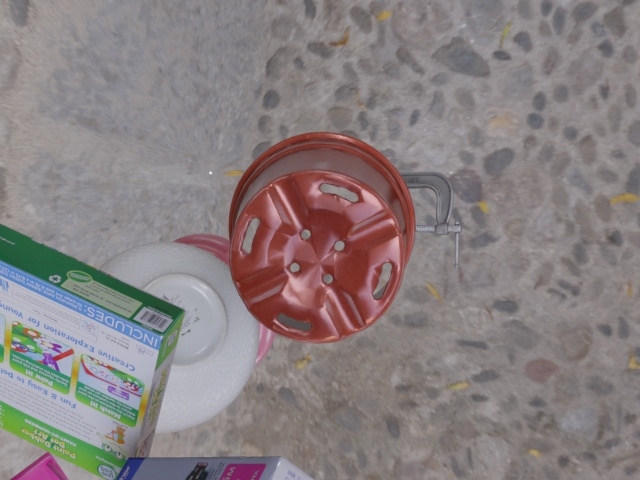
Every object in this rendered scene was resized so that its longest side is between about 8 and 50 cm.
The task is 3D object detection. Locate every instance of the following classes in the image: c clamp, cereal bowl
[{"bbox_3d":[0.133,-0.037,1.170,0.160,0.022,0.137,7,85,25],"label":"c clamp"},{"bbox_3d":[-0.256,0.154,1.365,0.338,0.141,0.339,8,69,-22],"label":"cereal bowl"}]

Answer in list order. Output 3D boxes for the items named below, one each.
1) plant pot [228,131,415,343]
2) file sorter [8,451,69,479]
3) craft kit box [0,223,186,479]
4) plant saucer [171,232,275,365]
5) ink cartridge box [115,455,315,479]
[{"bbox_3d":[0.000,0.000,1.021,0.272,0.265,0.273,0,99,1],"label":"plant pot"},{"bbox_3d":[-0.474,0.526,1.246,0.290,0.182,0.202,-36,117,-27],"label":"file sorter"},{"bbox_3d":[-0.282,0.123,0.840,0.249,0.061,0.247,25,123,6],"label":"craft kit box"},{"bbox_3d":[-0.257,0.153,1.737,0.331,0.084,0.332,7,107,23],"label":"plant saucer"},{"bbox_3d":[-0.069,0.260,0.703,0.186,0.311,0.065,42,53,-22],"label":"ink cartridge box"}]
